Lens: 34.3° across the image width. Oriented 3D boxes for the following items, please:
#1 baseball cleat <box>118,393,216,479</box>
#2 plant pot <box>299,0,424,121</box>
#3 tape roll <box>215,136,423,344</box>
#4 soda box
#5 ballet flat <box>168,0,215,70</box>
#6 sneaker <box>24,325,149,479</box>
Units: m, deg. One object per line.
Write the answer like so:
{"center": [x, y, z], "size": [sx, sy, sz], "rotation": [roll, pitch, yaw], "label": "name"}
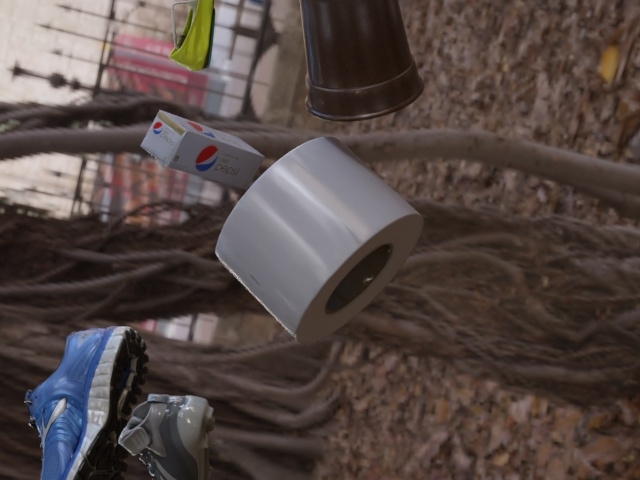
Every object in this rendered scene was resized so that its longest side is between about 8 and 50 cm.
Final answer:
{"center": [-0.172, 0.249, 1.169], "size": [0.072, 0.109, 0.206], "rotation": [-77, -4, -60], "label": "baseball cleat"}
{"center": [0.045, -0.269, 1.386], "size": [0.167, 0.166, 0.165], "rotation": [-95, -6, -59], "label": "plant pot"}
{"center": [0.000, 0.000, 1.438], "size": [0.246, 0.169, 0.246], "rotation": [-39, -20, -17], "label": "tape roll"}
{"center": [-0.189, -0.146, 1.692], "size": [0.216, 0.074, 0.069], "rotation": [12, -69, -58], "label": "soda box"}
{"center": [-0.197, -0.390, 1.665], "size": [0.077, 0.077, 0.231], "rotation": [-143, 64, -70], "label": "ballet flat"}
{"center": [-0.366, 0.285, 1.538], "size": [0.130, 0.147, 0.330], "rotation": [53, -135, -58], "label": "sneaker"}
